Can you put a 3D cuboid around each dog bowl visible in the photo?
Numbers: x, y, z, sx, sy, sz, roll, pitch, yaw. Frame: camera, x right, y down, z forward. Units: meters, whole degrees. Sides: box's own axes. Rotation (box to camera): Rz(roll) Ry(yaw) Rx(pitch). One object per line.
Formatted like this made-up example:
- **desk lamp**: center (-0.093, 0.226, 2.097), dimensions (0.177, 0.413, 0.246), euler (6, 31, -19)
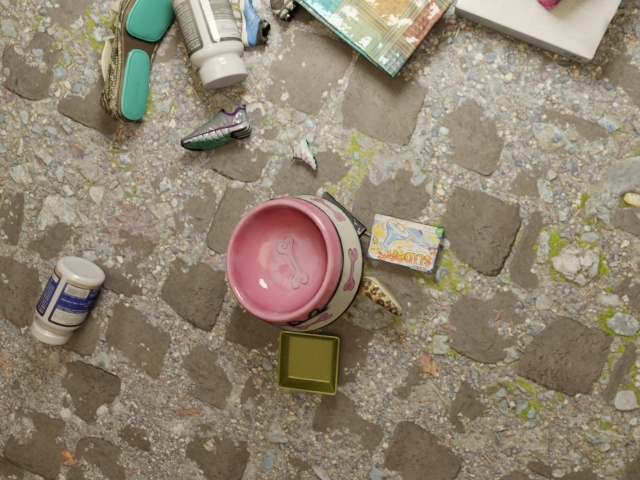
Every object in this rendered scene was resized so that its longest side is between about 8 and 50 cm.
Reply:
- **dog bowl**: center (-0.091, 0.059, 1.606), dimensions (0.409, 0.150, 0.407), euler (-3, 84, 24)

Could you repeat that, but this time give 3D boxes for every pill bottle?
- **pill bottle**: center (-0.313, -0.589, 1.613), dimensions (0.162, 0.161, 0.283), euler (-16, 95, 13)
- **pill bottle**: center (-0.821, 0.196, 1.825), dimensions (0.153, 0.153, 0.264), euler (32, 102, 5)

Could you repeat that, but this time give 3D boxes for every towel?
- **towel**: center (0.135, -0.652, 1.501), dimensions (0.370, 0.040, 0.271), euler (40, 110, 0)

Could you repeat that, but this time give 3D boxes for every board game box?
- **board game box**: center (0.245, 0.007, 1.653), dimensions (0.201, 0.035, 0.136), euler (13, 100, 9)

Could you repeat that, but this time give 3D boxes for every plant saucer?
- **plant saucer**: center (-0.035, 0.373, 1.753), dimensions (0.188, 0.045, 0.188), euler (5, 98, 10)

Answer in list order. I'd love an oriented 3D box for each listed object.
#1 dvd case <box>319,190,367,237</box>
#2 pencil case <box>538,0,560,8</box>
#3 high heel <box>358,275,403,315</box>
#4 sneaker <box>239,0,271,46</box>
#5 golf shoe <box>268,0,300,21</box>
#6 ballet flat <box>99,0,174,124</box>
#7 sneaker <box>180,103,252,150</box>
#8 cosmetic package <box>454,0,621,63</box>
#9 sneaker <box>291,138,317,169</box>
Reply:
- **dvd case**: center (0.000, 0.000, 1.670), dimensions (0.179, 0.030, 0.238), euler (45, 104, 24)
- **pencil case**: center (0.613, -0.674, 1.360), dimensions (0.236, 0.104, 0.104), euler (-39, 89, 11)
- **high heel**: center (0.102, 0.177, 1.671), dimensions (0.261, 0.093, 0.186), euler (44, 100, 17)
- **sneaker**: center (-0.183, -0.641, 1.631), dimensions (0.085, 0.058, 0.152), euler (4, 103, 16)
- **golf shoe**: center (-0.068, -0.718, 1.591), dimensions (0.094, 0.077, 0.198), euler (45, 102, 2)
- **ballet flat**: center (-0.564, -0.593, 1.676), dimensions (0.182, 0.164, 0.482), euler (27, 104, 27)
- **sneaker**: center (-0.317, -0.339, 1.704), dimensions (0.224, 0.083, 0.098), euler (-13, 74, 8)
- **cosmetic package**: center (0.580, -0.665, 1.463), dimensions (0.378, 0.097, 0.284), euler (25, 103, 6)
- **sneaker**: center (-0.054, -0.244, 1.677), dimensions (0.069, 0.038, 0.098), euler (-25, 83, 15)
